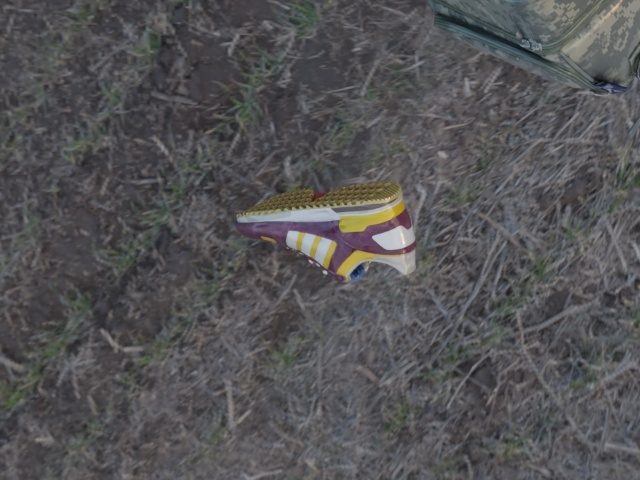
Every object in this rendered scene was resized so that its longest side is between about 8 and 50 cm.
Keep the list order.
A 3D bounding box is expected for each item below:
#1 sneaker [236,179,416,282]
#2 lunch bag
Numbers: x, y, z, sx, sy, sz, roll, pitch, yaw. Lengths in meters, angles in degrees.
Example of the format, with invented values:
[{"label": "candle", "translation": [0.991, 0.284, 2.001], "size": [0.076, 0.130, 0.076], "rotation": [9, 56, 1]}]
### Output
[{"label": "sneaker", "translation": [0.000, 0.000, 0.773], "size": [0.185, 0.069, 0.084], "rotation": [-2, 111, 43]}, {"label": "lunch bag", "translation": [0.285, -0.337, 1.160], "size": [0.213, 0.256, 0.305], "rotation": [-51, 46, -1]}]
